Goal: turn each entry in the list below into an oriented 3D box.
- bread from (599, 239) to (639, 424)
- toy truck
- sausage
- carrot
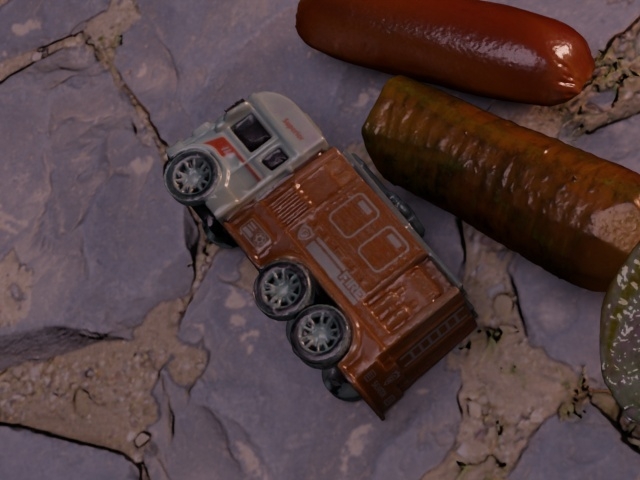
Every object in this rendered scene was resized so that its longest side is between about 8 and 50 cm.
[{"bbox_3d":[0.333,0.047,1.341,0.260,0.156,0.158,-22,70,-15],"label":"bread"},{"bbox_3d":[0.000,0.000,1.514,0.162,0.136,0.305,-39,65,-2],"label":"toy truck"},{"bbox_3d":[0.110,-0.189,1.554,0.300,0.083,0.089,16,39,26],"label":"sausage"},{"bbox_3d":[0.174,-0.046,1.469,0.302,0.114,0.114,27,84,30],"label":"carrot"}]
